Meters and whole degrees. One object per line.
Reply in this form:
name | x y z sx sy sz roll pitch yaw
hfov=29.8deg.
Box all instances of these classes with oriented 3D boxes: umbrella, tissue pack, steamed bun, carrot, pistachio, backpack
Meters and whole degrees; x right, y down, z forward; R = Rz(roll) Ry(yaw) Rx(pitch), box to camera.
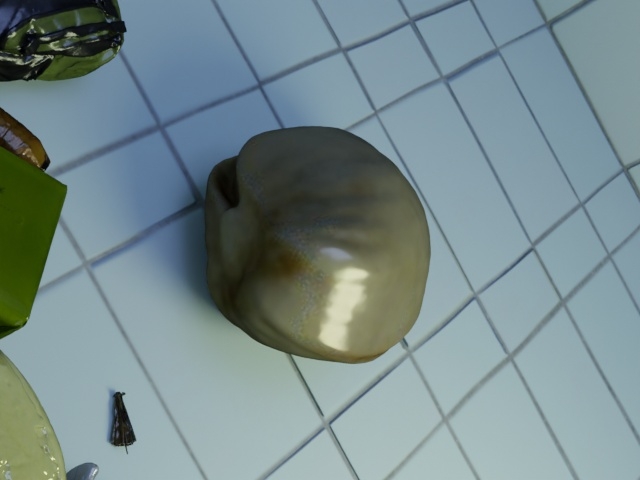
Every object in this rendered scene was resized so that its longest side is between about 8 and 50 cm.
umbrella | -0.251 0.231 1.521 0.031 0.020 0.083 -8 72 -8
tissue pack | -0.449 -0.026 1.330 0.274 0.167 0.200 32 49 -31
steamed bun | -0.398 0.250 1.241 0.232 0.166 0.273 64 27 -14
carrot | -0.444 -0.173 1.491 0.260 0.070 0.070 47 43 -18
pistachio | 0.000 0.000 1.735 0.365 0.281 0.445 45 29 -8
backpack | -0.375 -0.309 1.579 0.253 0.140 0.207 -3 74 -43

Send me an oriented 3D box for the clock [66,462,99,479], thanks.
clock | -0.259 0.360 1.397 0.117 0.080 0.176 38 45 -28
